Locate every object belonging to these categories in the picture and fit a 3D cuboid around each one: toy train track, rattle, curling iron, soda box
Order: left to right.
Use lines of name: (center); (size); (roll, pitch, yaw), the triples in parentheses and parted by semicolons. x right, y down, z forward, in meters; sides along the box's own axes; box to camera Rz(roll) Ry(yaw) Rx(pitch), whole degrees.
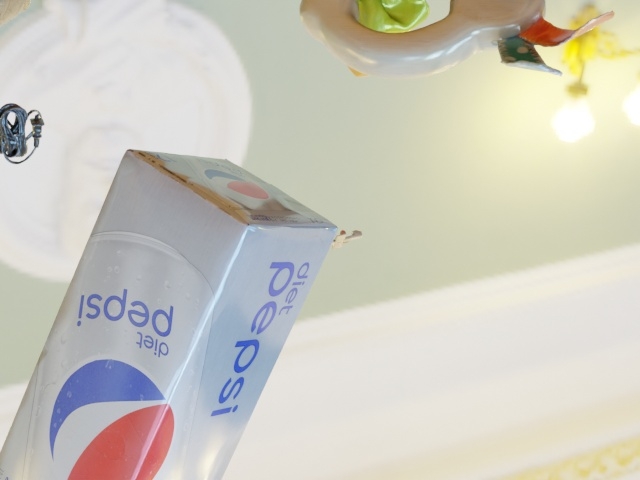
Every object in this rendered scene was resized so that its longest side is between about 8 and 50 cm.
curling iron: (-0.363, -0.190, 1.470); (0.068, 0.274, 0.035); (-27, -143, -1)
soda box: (-0.103, 0.096, 0.805); (0.091, 0.286, 0.098); (32, -165, 26)
toy train track: (0.000, 0.000, 1.431); (0.083, 0.048, 0.014); (-14, -105, -10)
rattle: (0.093, -0.120, 0.931); (0.199, 0.143, 0.130); (18, -133, 22)

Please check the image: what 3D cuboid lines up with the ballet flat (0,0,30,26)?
ballet flat: (-0.312, -0.377, 1.470); (0.116, 0.342, 0.124); (25, -154, 26)
